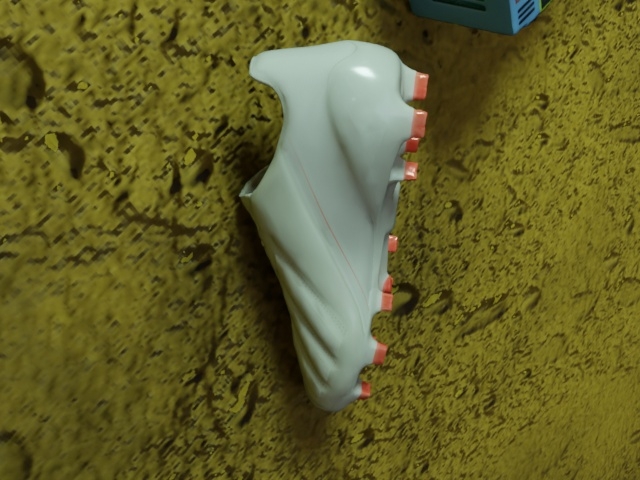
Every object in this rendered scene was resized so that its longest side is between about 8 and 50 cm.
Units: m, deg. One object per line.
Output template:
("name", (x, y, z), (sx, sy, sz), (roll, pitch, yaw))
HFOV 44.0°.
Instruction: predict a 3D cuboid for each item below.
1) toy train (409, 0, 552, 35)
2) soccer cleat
("toy train", (0.107, -0.187, 0.385), (0.184, 0.080, 0.105), (-47, 141, -24))
("soccer cleat", (0.000, 0.000, 0.369), (0.068, 0.076, 0.196), (-78, 175, -54))
